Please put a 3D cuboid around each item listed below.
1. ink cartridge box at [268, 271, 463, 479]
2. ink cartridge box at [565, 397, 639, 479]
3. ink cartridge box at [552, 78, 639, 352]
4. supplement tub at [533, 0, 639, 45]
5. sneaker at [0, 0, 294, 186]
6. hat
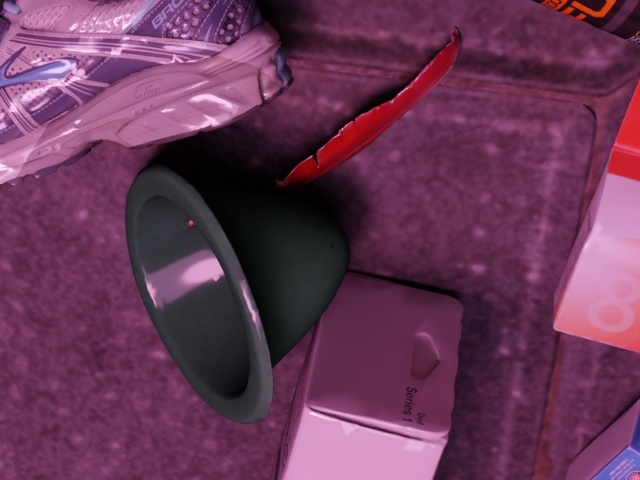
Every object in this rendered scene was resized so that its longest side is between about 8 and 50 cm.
[{"bbox_3d":[0.017,0.152,1.248,0.092,0.160,0.219,14,122,-2],"label":"ink cartridge box"},{"bbox_3d":[0.233,0.174,1.282,0.122,0.052,0.088,32,131,-7],"label":"ink cartridge box"},{"bbox_3d":[0.237,-0.004,1.189,0.145,0.045,0.179,15,125,-3],"label":"ink cartridge box"},{"bbox_3d":[0.156,-0.175,1.048,0.190,0.117,0.117,21,122,-6],"label":"supplement tub"},{"bbox_3d":[-0.162,-0.107,1.159,0.283,0.110,0.122,-16,101,14],"label":"sneaker"},{"bbox_3d":[0.000,0.000,1.216,0.183,0.208,0.173,-24,91,-23],"label":"hat"}]
